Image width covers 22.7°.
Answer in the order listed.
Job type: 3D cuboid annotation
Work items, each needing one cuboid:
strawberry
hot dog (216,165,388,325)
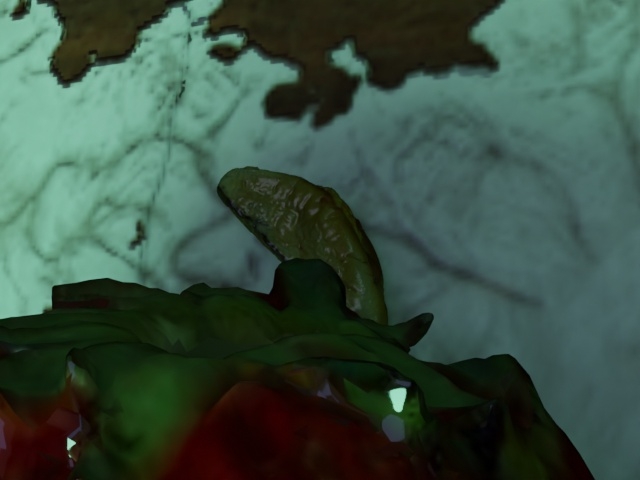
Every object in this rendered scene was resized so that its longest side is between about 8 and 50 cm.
[{"bbox_3d":[-0.040,0.149,0.449,0.257,0.257,0.276,7,98,25],"label":"strawberry"},{"bbox_3d":[0.000,0.000,0.587,0.034,0.030,0.090,-44,62,-3],"label":"hot dog"}]
